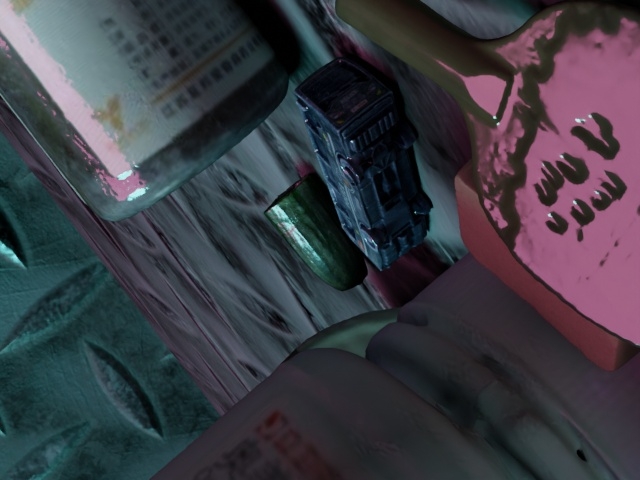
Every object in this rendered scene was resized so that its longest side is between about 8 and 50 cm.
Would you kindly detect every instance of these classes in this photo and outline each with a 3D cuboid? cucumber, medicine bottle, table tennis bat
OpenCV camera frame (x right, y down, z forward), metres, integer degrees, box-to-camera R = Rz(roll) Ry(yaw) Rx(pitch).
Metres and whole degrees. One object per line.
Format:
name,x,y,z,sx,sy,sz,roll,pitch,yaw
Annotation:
cucumber,0.000,0.000,1.021,0.105,0.048,0.048,54,166,-18
medicine bottle,0.058,0.166,0.694,0.256,0.325,0.256,48,167,15
medicine bottle,-0.158,-0.162,0.845,0.273,0.165,0.165,54,166,-13
table tennis bat,0.094,-0.048,0.533,0.234,0.022,0.131,40,132,27

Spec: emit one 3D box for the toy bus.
toy bus,0.028,-0.045,0.815,0.065,0.047,0.166,46,167,32

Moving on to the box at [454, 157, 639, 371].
box,0.119,-0.002,0.603,0.122,0.062,0.089,44,165,27

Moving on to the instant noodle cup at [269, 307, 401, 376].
instant noodle cup,0.047,0.161,0.969,0.235,0.235,0.178,51,176,-5
